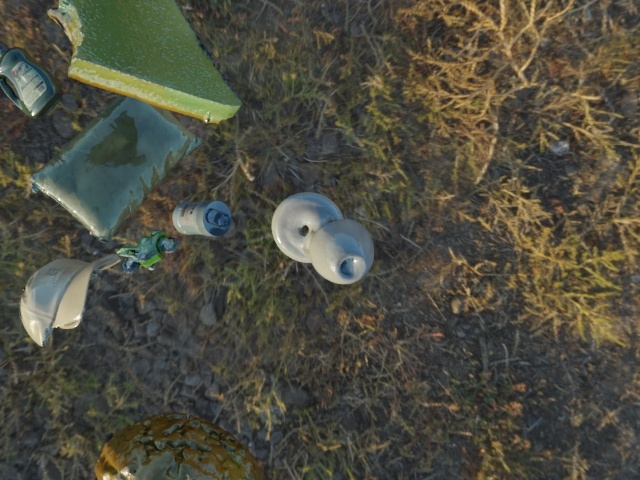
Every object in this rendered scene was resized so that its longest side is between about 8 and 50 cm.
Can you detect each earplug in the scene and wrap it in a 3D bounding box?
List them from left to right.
[{"bbox_3d":[0.007,-0.002,1.566,0.325,0.175,0.214,33,113,23],"label":"earplug"}]

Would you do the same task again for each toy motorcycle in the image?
[{"bbox_3d":[-0.529,0.027,1.705,0.190,0.074,0.106,-28,60,-3],"label":"toy motorcycle"}]

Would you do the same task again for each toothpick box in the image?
[{"bbox_3d":[-0.337,-0.064,1.583,0.101,0.153,0.101,-5,97,-47],"label":"toothpick box"}]

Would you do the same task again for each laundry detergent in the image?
[{"bbox_3d":[-0.849,-0.463,1.575,0.144,0.078,0.222,-40,101,19],"label":"laundry detergent"}]

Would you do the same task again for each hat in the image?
[{"bbox_3d":[-0.563,0.095,1.216,0.164,0.220,0.226,29,135,-12],"label":"hat"}]

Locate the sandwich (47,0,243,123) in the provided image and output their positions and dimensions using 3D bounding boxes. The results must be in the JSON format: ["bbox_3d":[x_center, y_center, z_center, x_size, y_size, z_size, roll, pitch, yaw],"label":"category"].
[{"bbox_3d":[-0.270,-0.264,0.839,0.212,0.063,0.245,-26,77,-38],"label":"sandwich"}]

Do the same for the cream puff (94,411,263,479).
[{"bbox_3d":[-0.107,0.193,0.441,0.143,0.126,0.103,35,53,-19],"label":"cream puff"}]

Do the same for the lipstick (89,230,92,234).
[{"bbox_3d":[-0.442,-0.071,1.138,0.030,0.030,0.129,29,72,-40],"label":"lipstick"}]

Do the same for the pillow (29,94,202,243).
[{"bbox_3d":[-0.396,-0.155,1.098,0.185,0.075,0.302,45,68,-19],"label":"pillow"}]
